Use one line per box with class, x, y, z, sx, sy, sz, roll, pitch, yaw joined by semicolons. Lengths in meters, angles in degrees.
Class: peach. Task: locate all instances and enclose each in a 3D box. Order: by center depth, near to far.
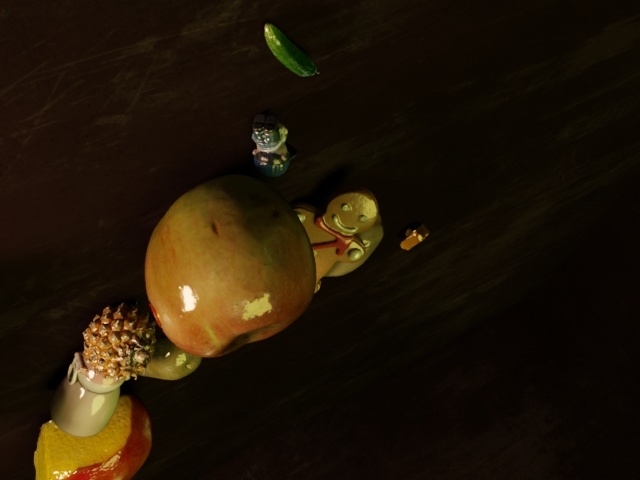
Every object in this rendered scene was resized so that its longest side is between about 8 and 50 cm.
peach;-0.605;0.574;1.876;0.306;0.242;0.380;-6;145;-38

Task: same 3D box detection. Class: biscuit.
biscuit;0.000;0.000;1.606;0.216;0.047;0.339;36;123;-24

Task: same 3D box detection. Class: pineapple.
pineapple;-0.411;0.231;1.501;0.161;0.137;0.176;8;99;-50

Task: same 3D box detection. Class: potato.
potato;-0.376;0.266;1.670;0.194;0.157;0.157;-25;159;18

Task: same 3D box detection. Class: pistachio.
pistachio;0.056;0.002;1.721;0.153;0.138;0.238;24;129;-32

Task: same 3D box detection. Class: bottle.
bottle;-0.533;0.338;1.638;0.147;0.147;0.236;-4;135;-48

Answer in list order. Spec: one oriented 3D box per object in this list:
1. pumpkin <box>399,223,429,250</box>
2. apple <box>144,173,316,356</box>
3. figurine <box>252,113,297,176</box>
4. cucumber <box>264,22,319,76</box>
pumpkin;0.275;-0.011;2.065;0.074;0.054;0.083;-42;176;29
apple;-0.179;0.046;1.326;0.338;0.305;0.338;-25;169;-5
figurine;-0.091;-0.169;1.284;0.077;0.079;0.136;8;163;10
cucumber;-0.049;-0.301;1.130;0.039;0.039;0.168;-39;152;14
